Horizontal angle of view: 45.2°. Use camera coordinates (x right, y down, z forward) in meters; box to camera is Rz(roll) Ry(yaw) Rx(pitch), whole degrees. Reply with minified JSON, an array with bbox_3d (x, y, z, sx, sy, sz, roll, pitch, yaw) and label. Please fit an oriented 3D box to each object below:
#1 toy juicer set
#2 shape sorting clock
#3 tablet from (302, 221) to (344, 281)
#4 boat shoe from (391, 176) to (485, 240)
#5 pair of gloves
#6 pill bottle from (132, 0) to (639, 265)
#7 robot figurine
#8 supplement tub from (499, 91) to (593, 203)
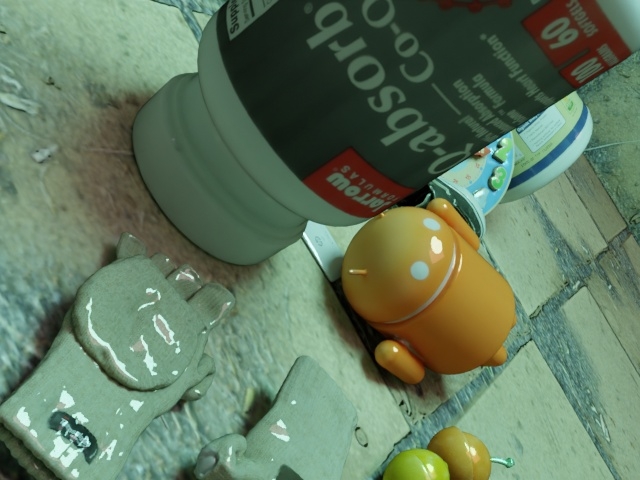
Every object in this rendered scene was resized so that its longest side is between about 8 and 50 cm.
[{"bbox_3d":[0.126,0.267,0.610,0.209,0.089,0.329,56,27,-4],"label":"toy juicer set"},{"bbox_3d":[0.183,-0.123,1.052,0.206,0.040,0.206,2,85,-26],"label":"shape sorting clock"},{"bbox_3d":[0.000,0.000,0.776,0.083,0.006,0.054,58,27,2],"label":"tablet"},{"bbox_3d":[0.126,-0.051,0.973,0.219,0.078,0.070,36,32,-21],"label":"boat shoe"},{"bbox_3d":[-0.073,0.119,0.491,0.240,0.042,0.204,45,33,-19],"label":"pair of gloves"},{"bbox_3d":[0.040,-0.138,0.594,0.210,0.363,0.210,40,31,-30],"label":"pill bottle"},{"bbox_3d":[0.108,0.053,0.767,0.219,0.158,0.128,40,9,-32],"label":"robot figurine"},{"bbox_3d":[0.247,-0.237,1.195,0.316,0.228,0.228,48,28,-18],"label":"supplement tub"}]
